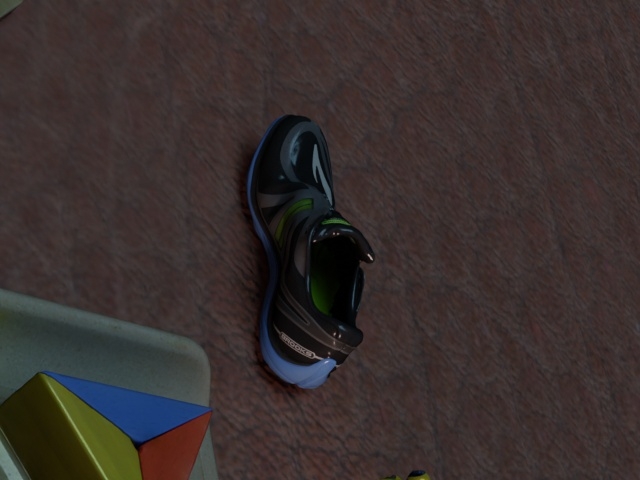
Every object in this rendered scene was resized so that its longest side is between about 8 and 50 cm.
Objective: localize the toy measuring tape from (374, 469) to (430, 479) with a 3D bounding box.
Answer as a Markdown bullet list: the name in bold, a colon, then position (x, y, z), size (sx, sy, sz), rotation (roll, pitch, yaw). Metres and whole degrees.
- **toy measuring tape**: position (0.131, 0.239, 0.964), size (0.330, 0.121, 0.121), rotation (47, 37, -24)

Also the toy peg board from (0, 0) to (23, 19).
- **toy peg board**: position (-0.241, -0.178, 0.884), size (0.161, 0.079, 0.160), rotation (50, 37, -8)

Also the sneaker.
- **sneaker**: position (0.000, 0.000, 1.018), size (0.067, 0.078, 0.188), rotation (24, 47, -36)

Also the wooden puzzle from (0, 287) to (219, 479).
- **wooden puzzle**: position (-0.144, 0.168, 0.732), size (0.322, 0.080, 0.348), rotation (18, 51, -39)
